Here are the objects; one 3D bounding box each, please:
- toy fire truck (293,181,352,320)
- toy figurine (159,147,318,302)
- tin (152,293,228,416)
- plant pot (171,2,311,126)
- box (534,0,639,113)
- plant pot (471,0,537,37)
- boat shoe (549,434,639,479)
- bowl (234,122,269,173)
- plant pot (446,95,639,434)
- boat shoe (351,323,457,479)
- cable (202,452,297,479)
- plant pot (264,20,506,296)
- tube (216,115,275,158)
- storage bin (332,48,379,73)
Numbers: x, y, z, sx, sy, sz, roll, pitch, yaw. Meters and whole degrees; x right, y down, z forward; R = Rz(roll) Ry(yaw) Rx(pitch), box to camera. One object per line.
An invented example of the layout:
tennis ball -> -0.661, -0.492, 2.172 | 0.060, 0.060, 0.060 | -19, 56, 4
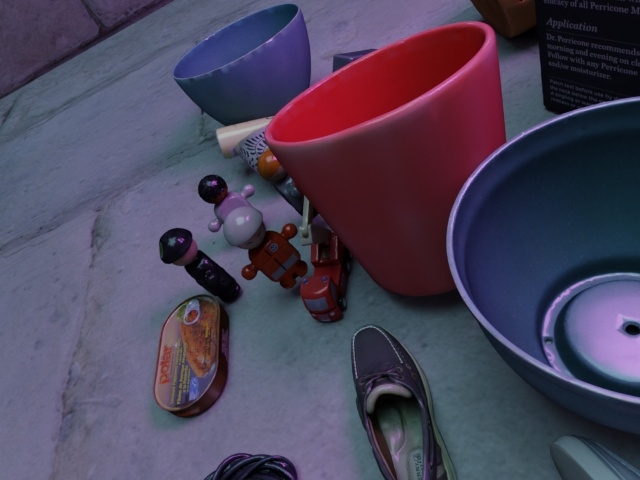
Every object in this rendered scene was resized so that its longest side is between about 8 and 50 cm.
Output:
toy fire truck -> 0.000, 0.000, 0.653 | 0.047, 0.135, 0.192 | -9, 47, 23
toy figurine -> -0.119, -0.028, 0.716 | 0.213, 0.148, 0.210 | -14, 44, 34
tin -> -0.188, 0.165, 0.683 | 0.106, 0.040, 0.190 | -18, 44, 9
plant pot -> -0.135, -0.338, 0.988 | 0.290, 0.195, 0.290 | -18, 39, 15
box -> 0.513, -0.435, 0.516 | 0.479, 0.472, 0.297 | -37, 43, -7
plant pot -> 0.373, -0.516, 0.834 | 0.203, 0.291, 0.291 | -36, 40, 19
boat shoe -> 0.281, 0.229, 0.336 | 0.081, 0.079, 0.227 | -31, 47, -13
bowl -> -0.065, -0.160, 0.858 | 0.170, 0.170, 0.080 | -22, 87, 10
plant pot -> 0.279, 0.044, 0.410 | 0.292, 0.196, 0.293 | -16, 44, 16
boat shoe -> 0.079, 0.173, 0.495 | 0.080, 0.073, 0.224 | -25, 44, 7
cable -> -0.084, 0.313, 0.478 | 0.150, 0.047, 0.184 | 21, 63, 40
plant pot -> 0.103, -0.083, 0.564 | 0.274, 0.243, 0.275 | -22, 28, 13
tube -> -0.083, -0.223, 0.921 | 0.240, 0.062, 0.070 | -15, 45, -3
storage bin -> 0.078, -0.317, 0.897 | 0.135, 0.091, 0.098 | -22, 35, -32
